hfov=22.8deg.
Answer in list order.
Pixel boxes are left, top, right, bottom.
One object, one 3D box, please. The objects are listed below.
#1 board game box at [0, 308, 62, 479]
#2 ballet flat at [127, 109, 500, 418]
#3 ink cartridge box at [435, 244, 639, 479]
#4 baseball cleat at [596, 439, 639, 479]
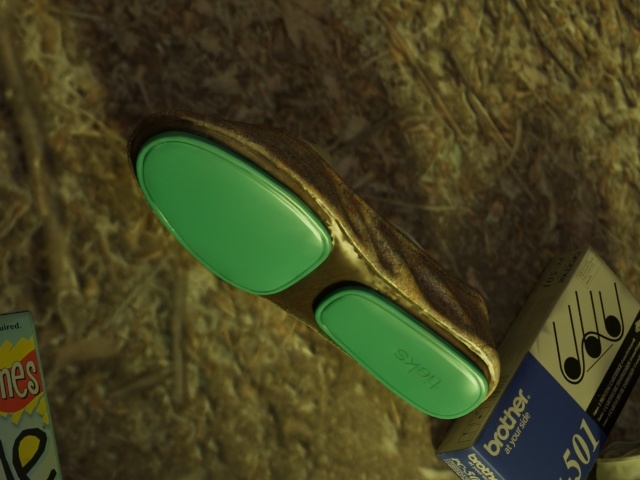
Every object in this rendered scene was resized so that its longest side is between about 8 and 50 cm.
[{"bbox_3d":[-0.214,0.190,0.810,0.142,0.144,0.275,-7,81,-37],"label":"board game box"},{"bbox_3d":[0.000,0.000,1.062,0.316,0.107,0.106,43,36,-26],"label":"ballet flat"},{"bbox_3d":[0.174,0.110,1.179,0.097,0.046,0.207,46,56,-16],"label":"ink cartridge box"},{"bbox_3d":[0.216,0.220,1.160,0.109,0.072,0.206,62,40,-24],"label":"baseball cleat"}]
